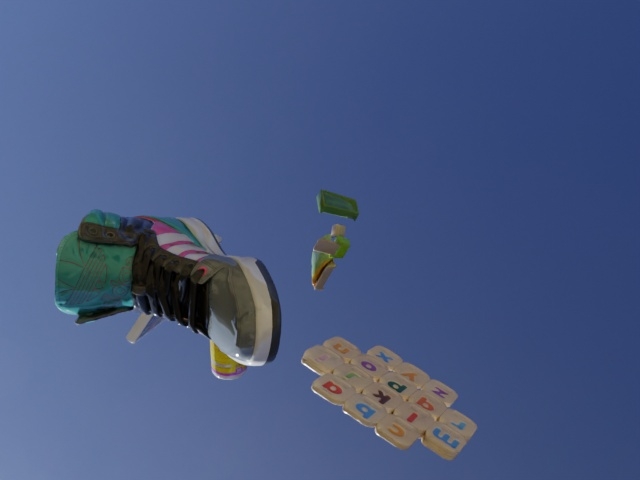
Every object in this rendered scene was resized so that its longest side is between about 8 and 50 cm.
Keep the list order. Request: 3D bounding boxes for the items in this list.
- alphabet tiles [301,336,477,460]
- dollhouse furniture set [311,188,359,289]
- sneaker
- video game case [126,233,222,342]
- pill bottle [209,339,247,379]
[{"bbox_3d":[0.111,0.247,1.133,0.284,0.278,0.021,31,-73,20],"label":"alphabet tiles"},{"bbox_3d":[0.000,0.000,1.046,0.076,0.058,0.152,-98,-151,-46],"label":"dollhouse furniture set"},{"bbox_3d":[-0.171,0.043,0.710,0.295,0.178,0.124,30,-64,55],"label":"sneaker"},{"bbox_3d":[-0.277,0.088,1.346,0.023,0.183,0.201,37,-73,3],"label":"video game case"},{"bbox_3d":[-0.109,0.119,0.829,0.043,0.083,0.043,0,-155,0],"label":"pill bottle"}]
